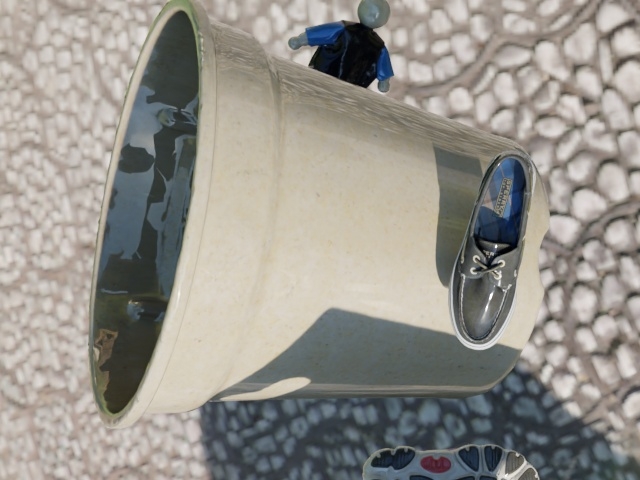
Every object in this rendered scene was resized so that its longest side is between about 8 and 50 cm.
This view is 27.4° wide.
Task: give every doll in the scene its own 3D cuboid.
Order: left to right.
[{"bbox_3d":[0.017,-0.191,1.464,0.189,0.129,0.046,-55,21,18],"label":"doll"}]

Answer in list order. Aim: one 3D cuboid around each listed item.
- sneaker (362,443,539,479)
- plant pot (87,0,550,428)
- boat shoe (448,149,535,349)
[{"bbox_3d":[0.127,0.225,1.273,0.169,0.071,0.068,7,86,7],"label":"sneaker"},{"bbox_3d":[0.000,0.000,1.057,0.334,0.305,0.334,-170,90,-70],"label":"plant pot"},{"bbox_3d":[0.118,0.006,0.908,0.049,0.040,0.142,11,91,10],"label":"boat shoe"}]
